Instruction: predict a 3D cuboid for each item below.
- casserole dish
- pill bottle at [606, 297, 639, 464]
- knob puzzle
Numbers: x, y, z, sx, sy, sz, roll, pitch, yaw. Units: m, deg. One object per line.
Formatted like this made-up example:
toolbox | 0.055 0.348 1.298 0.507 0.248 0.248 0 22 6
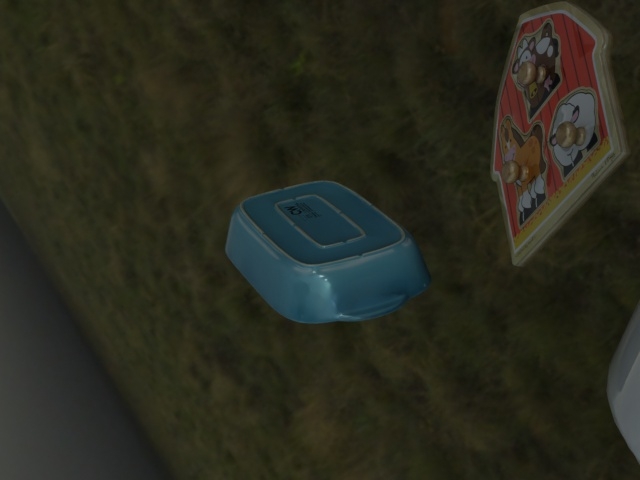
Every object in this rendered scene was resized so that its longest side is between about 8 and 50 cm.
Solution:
casserole dish | 0.000 0.000 0.672 0.188 0.114 0.037 -139 38 -59
pill bottle | 0.231 -0.069 0.268 0.210 0.210 0.363 44 127 42
knob puzzle | 0.170 -0.104 0.757 0.213 0.030 0.213 -176 90 -76
